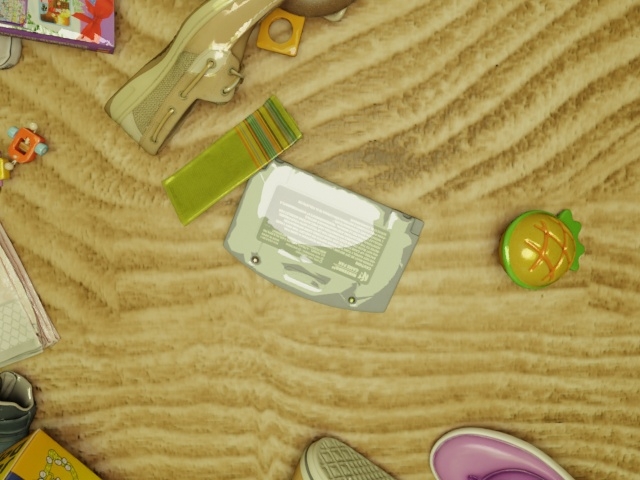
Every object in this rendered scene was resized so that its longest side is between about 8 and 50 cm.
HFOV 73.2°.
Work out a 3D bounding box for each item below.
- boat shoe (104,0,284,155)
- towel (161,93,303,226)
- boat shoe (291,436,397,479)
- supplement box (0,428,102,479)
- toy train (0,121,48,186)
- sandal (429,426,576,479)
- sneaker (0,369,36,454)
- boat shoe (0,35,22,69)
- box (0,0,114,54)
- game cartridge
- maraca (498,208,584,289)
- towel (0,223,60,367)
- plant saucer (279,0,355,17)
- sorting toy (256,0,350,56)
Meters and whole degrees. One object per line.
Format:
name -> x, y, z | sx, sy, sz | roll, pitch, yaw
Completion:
boat shoe -> -0.164, -0.257, 0.638 | 0.341, 0.122, 0.110 | -31, 110, 22
towel -> -0.144, -0.128, 0.684 | 0.237, 0.021, 0.102 | -36, 60, 5
boat shoe -> 0.142, 0.550, 0.743 | 0.500, 0.187, 0.156 | 37, 102, -1
supplement box -> -0.435, 0.524, 0.688 | 0.194, 0.195, 0.356 | -34, 109, 4
toy train -> -0.527, -0.159, 0.692 | 0.166, 0.046, 0.125 | 29, 96, -8
sandal -> 0.376, 0.461, 0.698 | 0.416, 0.102, 0.169 | 30, 96, 20
sneaker -> -0.602, 0.284, 0.725 | 0.226, 0.086, 0.163 | 19, 109, -15
boat shoe -> -0.516, -0.398, 0.632 | 0.096, 0.088, 0.268 | 2, 99, -1
box -> -0.400, -0.435, 0.604 | 0.200, 0.057, 0.293 | -1, 99, -28
game cartridge -> 0.000, 0.000, 0.718 | 0.294, 0.060, 0.196 | 23, 94, -4
maraca -> 0.367, 0.011, 0.705 | 0.185, 0.099, 0.127 | -12, 97, -24
towel -> -0.664, 0.099, 0.724 | 0.331, 0.053, 0.317 | -23, 98, 2
plant saucer -> -0.011, -0.429, 0.614 | 0.198, 0.036, 0.199 | 0, 98, 2
sorting toy -> -0.017, -0.452, 0.654 | 0.196, 0.047, 0.348 | 27, 97, -1
